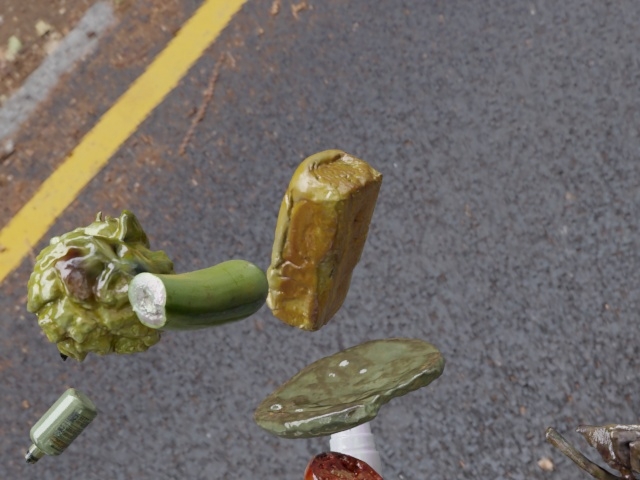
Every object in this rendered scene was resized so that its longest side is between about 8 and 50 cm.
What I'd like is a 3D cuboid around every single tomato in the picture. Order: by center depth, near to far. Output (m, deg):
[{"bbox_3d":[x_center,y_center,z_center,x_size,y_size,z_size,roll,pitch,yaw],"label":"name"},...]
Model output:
[{"bbox_3d":[0.036,0.454,1.759,0.082,0.174,0.166,-53,12,21],"label":"tomato"}]

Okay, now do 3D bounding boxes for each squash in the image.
[{"bbox_3d":[-0.146,0.069,1.222,0.083,0.250,0.083,1,92,28],"label":"squash"}]

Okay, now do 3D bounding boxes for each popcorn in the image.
[{"bbox_3d":[-0.311,0.070,1.415,0.169,0.218,0.189,-54,42,42],"label":"popcorn"}]

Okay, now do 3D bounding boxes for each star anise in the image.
[{"bbox_3d":[0.558,0.367,1.597,0.292,0.349,0.109,8,86,59],"label":"star anise"}]

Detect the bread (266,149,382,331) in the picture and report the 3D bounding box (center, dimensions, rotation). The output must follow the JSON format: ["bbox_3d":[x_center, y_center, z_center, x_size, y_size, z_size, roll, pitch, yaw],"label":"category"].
[{"bbox_3d":[0.000,0.000,1.632,0.132,0.294,0.167,23,35,12],"label":"bread"}]

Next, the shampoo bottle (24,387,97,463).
[{"bbox_3d":[-0.516,0.371,1.927,0.162,0.079,0.079,-47,49,-2],"label":"shampoo bottle"}]

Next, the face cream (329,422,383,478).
[{"bbox_3d":[0.076,0.496,1.877,0.102,0.102,0.346,-13,75,19],"label":"face cream"}]

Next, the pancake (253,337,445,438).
[{"bbox_3d":[0.036,0.175,1.166,0.222,0.042,0.236,-12,13,39],"label":"pancake"}]
